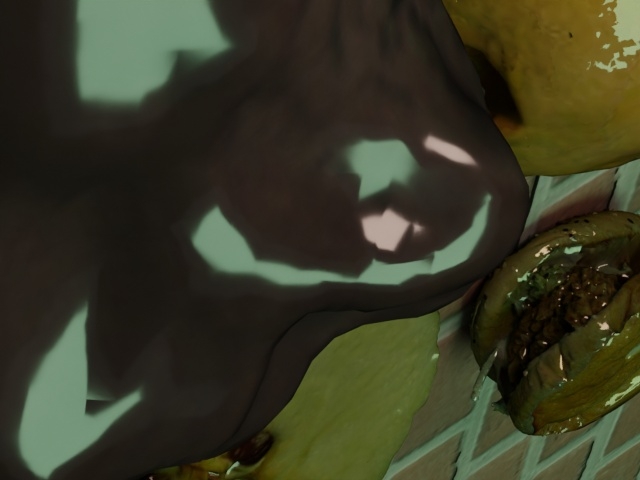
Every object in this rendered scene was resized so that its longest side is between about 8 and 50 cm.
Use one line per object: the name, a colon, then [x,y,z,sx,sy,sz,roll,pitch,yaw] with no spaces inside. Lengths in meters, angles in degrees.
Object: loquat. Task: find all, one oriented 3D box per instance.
loquat: [0.118,-0.142,0.886,0.238,0.193,0.238,-36,138,-41]

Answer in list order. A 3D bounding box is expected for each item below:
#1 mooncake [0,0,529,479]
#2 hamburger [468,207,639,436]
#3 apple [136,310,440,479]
mooncake: [-0.097,-0.097,0.552,0.350,0.212,0.381,-20,131,-5]
hamburger: [0.181,0.059,1.419,0.185,0.113,0.177,-27,158,-11]
apple: [-0.078,0.116,0.955,0.258,0.233,0.295,33,62,-72]
